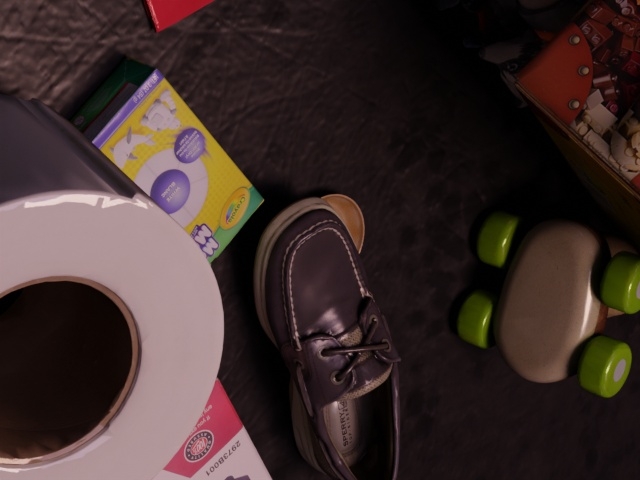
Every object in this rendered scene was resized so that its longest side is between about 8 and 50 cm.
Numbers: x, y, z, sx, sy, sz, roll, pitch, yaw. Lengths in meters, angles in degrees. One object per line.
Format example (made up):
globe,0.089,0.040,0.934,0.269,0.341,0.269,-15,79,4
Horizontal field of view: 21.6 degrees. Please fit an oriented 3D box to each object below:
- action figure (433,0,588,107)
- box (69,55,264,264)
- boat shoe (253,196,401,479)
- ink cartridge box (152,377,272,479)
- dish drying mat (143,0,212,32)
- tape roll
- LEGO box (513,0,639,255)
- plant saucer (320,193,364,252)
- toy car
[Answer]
action figure,0.160,-0.261,1.295,0.341,0.179,0.330,-13,107,-39
box,-0.116,-0.036,1.227,0.105,0.043,0.179,-51,135,-12
boat shoe,0.019,0.094,1.352,0.103,0.092,0.285,-28,131,-25
ink cartridge box,-0.123,0.222,1.288,0.172,0.100,0.237,-41,130,-21
dish drying mat,-0.092,-0.182,1.210,0.083,0.008,0.032,-34,127,-26
tape roll,-0.206,0.046,1.063,0.246,0.169,0.246,-15,122,-26
LEGO box,0.403,-0.126,1.379,0.372,0.193,0.500,-45,156,4
plant saucer,0.000,0.000,1.366,0.083,0.015,0.083,-19,121,-36
toy car,0.244,0.050,1.528,0.188,0.155,0.148,-4,111,-55
